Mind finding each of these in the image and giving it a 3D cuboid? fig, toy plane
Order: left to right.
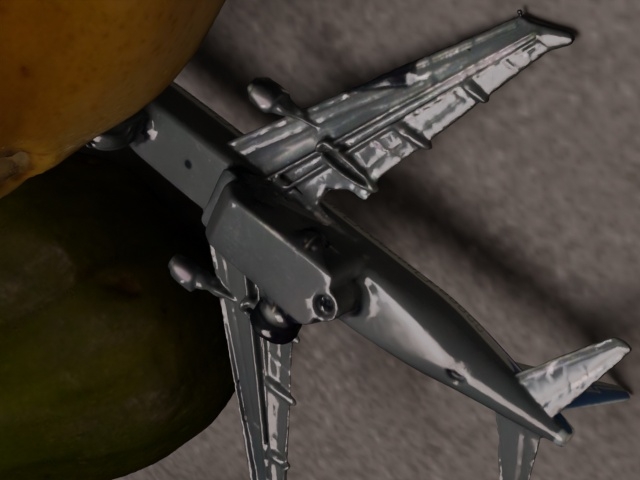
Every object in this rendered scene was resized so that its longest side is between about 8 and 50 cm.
[{"bbox_3d":[-0.108,0.045,0.629,0.127,0.185,0.133,-17,106,29],"label":"fig"},{"bbox_3d":[0.000,0.002,0.565,0.226,0.058,0.226,33,122,10],"label":"toy plane"}]

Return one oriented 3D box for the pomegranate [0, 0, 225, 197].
[{"bbox_3d":[-0.138,-0.108,0.489,0.233,0.233,0.233,26,139,26],"label":"pomegranate"}]
